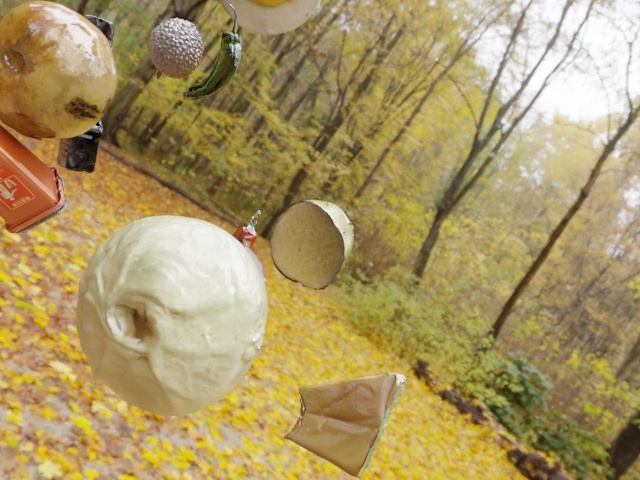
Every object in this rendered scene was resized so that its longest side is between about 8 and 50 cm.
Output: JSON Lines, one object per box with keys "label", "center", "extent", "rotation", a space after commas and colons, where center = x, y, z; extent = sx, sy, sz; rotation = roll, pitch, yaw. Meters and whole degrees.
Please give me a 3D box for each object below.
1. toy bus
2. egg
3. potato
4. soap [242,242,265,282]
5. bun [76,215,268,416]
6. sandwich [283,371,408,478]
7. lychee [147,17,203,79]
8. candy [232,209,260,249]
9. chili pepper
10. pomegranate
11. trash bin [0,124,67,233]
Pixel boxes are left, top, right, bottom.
{"label": "toy bus", "center": [-0.633, -0.390, 1.646], "extent": [0.093, 0.409, 0.092], "rotation": [6, 7, -45]}
{"label": "egg", "center": [-0.144, -0.807, 1.909], "extent": [0.337, 0.337, 0.201], "rotation": [35, 19, -9]}
{"label": "potato", "center": [0.000, 0.000, 1.298], "extent": [0.182, 0.202, 0.117], "rotation": [47, 38, 15]}
{"label": "soap", "center": [-0.248, 0.088, 1.486], "extent": [0.122, 0.203, 0.066], "rotation": [61, 11, -56]}
{"label": "bun", "center": [-0.283, 0.134, 1.077], "extent": [0.364, 0.364, 0.202], "rotation": [35, 12, 13]}
{"label": "sandwich", "center": [0.049, 0.372, 1.375], "extent": [0.212, 0.245, 0.063], "rotation": [23, -18, 18]}
{"label": "lychee", "center": [-0.429, -0.553, 1.788], "extent": [0.165, 0.197, 0.165], "rotation": [41, 30, -30]}
{"label": "candy", "center": [-0.251, 0.035, 1.810], "extent": [0.059, 0.292, 0.086], "rotation": [34, -11, -22]}
{"label": "chili pepper", "center": [-0.265, -0.466, 1.612], "extent": [0.122, 0.279, 0.065], "rotation": [45, 21, 18]}
{"label": "pomegranate", "center": [-0.636, -0.390, 1.437], "extent": [0.322, 0.322, 0.322], "rotation": [35, 0, 0]}
{"label": "trash bin", "center": [-0.737, -0.158, 1.453], "extent": [0.184, 0.161, 0.239], "rotation": [61, -1, 43]}
